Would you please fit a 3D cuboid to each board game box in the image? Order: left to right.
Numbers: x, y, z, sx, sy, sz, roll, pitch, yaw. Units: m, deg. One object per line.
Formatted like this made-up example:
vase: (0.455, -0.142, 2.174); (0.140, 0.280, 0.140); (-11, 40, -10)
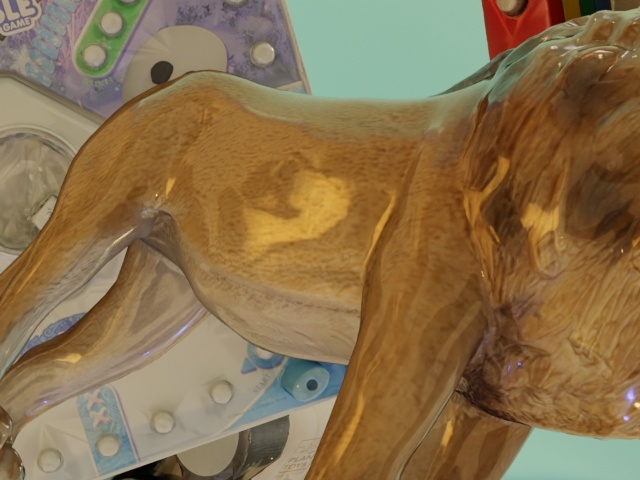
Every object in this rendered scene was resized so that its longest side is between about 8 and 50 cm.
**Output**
board game box: (-0.183, -0.030, 0.853); (0.389, 0.050, 0.390); (-18, 100, -9)

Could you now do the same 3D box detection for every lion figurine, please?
lion figurine: (0.000, 0.000, 0.493); (0.240, 0.392, 0.142); (-62, 145, -21)

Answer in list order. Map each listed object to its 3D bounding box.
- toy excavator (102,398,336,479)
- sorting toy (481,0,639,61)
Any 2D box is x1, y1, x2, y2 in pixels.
toy excavator: (-0.123, 0.043, 1.310); (0.222, 0.445, 0.433); (1, 131, -51)
sorting toy: (0.187, -0.053, 0.726); (0.089, 0.257, 0.256); (-5, 87, -44)
